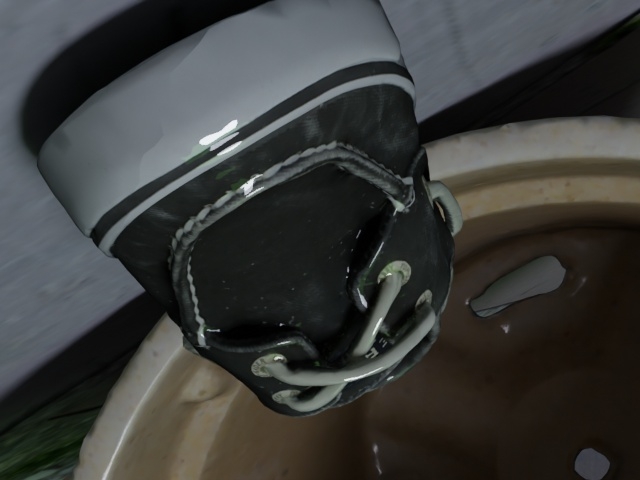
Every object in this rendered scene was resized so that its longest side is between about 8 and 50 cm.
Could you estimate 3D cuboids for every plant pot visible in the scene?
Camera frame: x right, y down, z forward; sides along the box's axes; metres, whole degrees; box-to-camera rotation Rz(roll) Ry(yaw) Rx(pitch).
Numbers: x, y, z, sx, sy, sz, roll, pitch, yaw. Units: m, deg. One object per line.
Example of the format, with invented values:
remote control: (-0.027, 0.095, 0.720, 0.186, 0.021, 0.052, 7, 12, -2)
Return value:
plant pot: (0.103, 0.115, 0.696, 0.334, 0.334, 0.305, -31, 180, 11)

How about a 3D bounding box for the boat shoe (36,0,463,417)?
boat shoe: (0.000, 0.000, 0.429, 0.078, 0.070, 0.219, -30, 170, 4)
